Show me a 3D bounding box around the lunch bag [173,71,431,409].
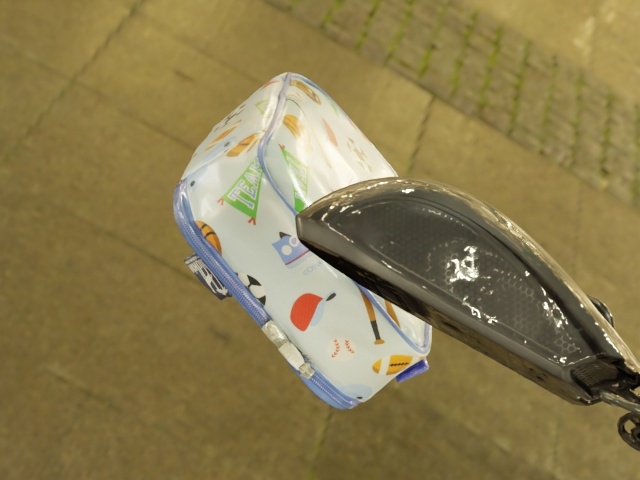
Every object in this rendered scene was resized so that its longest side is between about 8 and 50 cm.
[{"bbox_3d":[0.000,0.000,1.327,0.243,0.115,0.303,51,19,-13],"label":"lunch bag"}]

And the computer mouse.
[{"bbox_3d":[0.115,0.034,0.909,0.272,0.072,0.188,30,-5,11],"label":"computer mouse"}]
